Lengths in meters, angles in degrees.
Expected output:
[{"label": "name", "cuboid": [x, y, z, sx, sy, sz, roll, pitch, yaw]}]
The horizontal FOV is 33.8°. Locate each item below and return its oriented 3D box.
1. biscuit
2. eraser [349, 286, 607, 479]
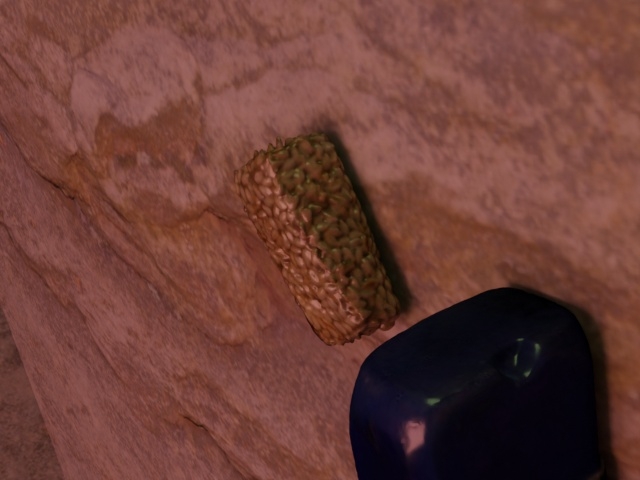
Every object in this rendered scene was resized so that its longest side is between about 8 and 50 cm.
[{"label": "biscuit", "cuboid": [0.000, 0.000, 0.810, 0.169, 0.070, 0.082, 63, 156, 0]}, {"label": "eraser", "cuboid": [0.109, 0.208, 0.688, 0.101, 0.155, 0.332, 25, 132, 54]}]
